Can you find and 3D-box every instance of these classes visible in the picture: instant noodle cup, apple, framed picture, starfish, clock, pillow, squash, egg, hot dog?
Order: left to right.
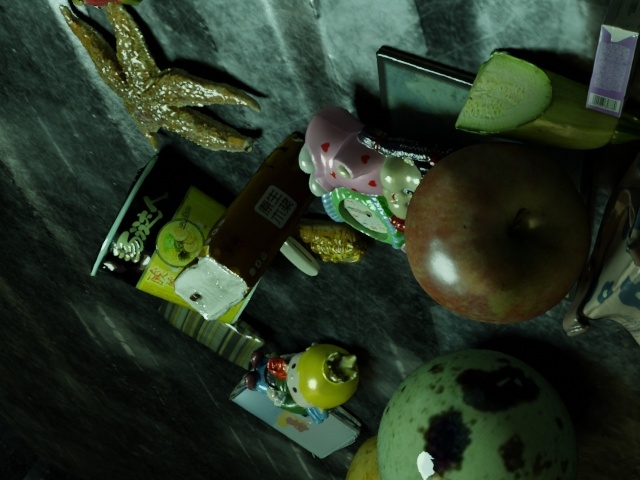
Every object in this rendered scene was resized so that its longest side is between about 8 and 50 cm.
[{"bbox_3d":[-0.229,-0.212,1.529,0.302,0.060,0.299,47,153,-22],"label":"starfish"},{"bbox_3d":[-0.205,0.013,1.729,0.236,0.215,0.215,29,153,-7],"label":"instant noodle cup"},{"bbox_3d":[-0.202,0.156,2.094,0.212,0.052,0.208,34,156,0],"label":"pillow"},{"bbox_3d":[0.000,0.000,1.631,0.165,0.045,0.071,7,140,44],"label":"hot dog"},{"bbox_3d":[0.091,-0.065,1.345,0.195,0.100,0.194,19,153,33],"label":"clock"},{"bbox_3d":[0.226,0.315,1.626,0.287,0.287,0.379,18,147,28],"label":"egg"},{"bbox_3d":[0.193,-0.069,1.345,0.265,0.016,0.347,23,150,22],"label":"framed picture"},{"bbox_3d":[0.179,-0.008,1.171,0.188,0.188,0.174,39,176,-10],"label":"apple"},{"bbox_3d":[0.237,-0.133,1.134,0.200,0.090,0.075,14,152,22],"label":"squash"}]

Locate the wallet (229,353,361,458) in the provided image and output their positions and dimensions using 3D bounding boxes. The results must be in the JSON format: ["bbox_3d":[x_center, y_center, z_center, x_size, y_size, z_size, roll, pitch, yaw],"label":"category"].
[{"bbox_3d":[-0.043,0.318,2.163,0.231,0.069,0.170,37,135,-12],"label":"wallet"}]

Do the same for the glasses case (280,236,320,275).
[{"bbox_3d":[-0.034,0.020,1.625,0.083,0.021,0.032,44,152,-16],"label":"glasses case"}]

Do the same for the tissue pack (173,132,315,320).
[{"bbox_3d":[-0.090,-0.014,1.510,0.092,0.226,0.183,38,152,-3],"label":"tissue pack"}]

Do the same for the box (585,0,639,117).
[{"bbox_3d":[0.275,-0.172,1.050,0.036,0.051,0.117,17,147,16],"label":"box"}]

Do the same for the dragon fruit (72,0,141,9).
[{"bbox_3d":[-0.270,-0.320,1.372,0.116,0.086,0.081,37,-174,-30],"label":"dragon fruit"}]

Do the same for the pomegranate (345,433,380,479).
[{"bbox_3d":[0.166,0.447,1.971,0.260,0.260,0.260,26,152,15],"label":"pomegranate"}]

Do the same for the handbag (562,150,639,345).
[{"bbox_3d":[0.358,0.017,1.108,0.190,0.193,0.251,34,153,9],"label":"handbag"}]

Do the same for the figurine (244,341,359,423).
[{"bbox_3d":[-0.032,0.230,1.951,0.185,0.127,0.234,26,166,-1],"label":"figurine"}]
